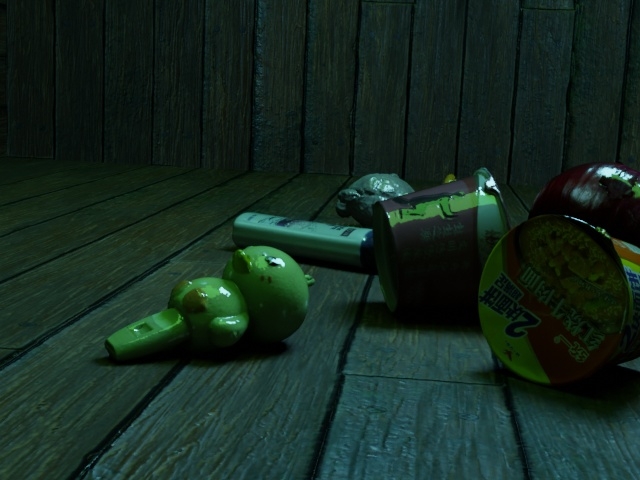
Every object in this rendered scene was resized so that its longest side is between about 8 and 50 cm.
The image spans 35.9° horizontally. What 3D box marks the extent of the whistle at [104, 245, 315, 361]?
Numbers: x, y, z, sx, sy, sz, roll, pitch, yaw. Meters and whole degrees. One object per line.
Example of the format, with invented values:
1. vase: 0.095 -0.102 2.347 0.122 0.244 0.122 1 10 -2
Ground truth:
1. whistle: -0.133 0.078 1.284 0.294 0.141 0.141 -5 12 -35

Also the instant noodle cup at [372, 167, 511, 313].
1. instant noodle cup: 0.186 0.013 1.547 0.179 0.234 0.235 -8 10 -6

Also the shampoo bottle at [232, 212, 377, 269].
1. shampoo bottle: 0.000 0.000 1.986 0.360 0.078 0.134 8 7 34

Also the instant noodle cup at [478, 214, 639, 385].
1. instant noodle cup: 0.335 0.076 1.257 0.174 0.213 0.213 5 5 -45

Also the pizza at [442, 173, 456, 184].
1. pizza: 0.247 -0.014 2.057 0.053 0.201 0.193 8 -30 20

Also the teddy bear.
1. teddy bear: 0.151 -0.086 2.334 0.236 0.151 0.267 2 8 7

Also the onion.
1. onion: 0.455 0.016 1.516 0.314 0.232 0.314 33 -19 13
